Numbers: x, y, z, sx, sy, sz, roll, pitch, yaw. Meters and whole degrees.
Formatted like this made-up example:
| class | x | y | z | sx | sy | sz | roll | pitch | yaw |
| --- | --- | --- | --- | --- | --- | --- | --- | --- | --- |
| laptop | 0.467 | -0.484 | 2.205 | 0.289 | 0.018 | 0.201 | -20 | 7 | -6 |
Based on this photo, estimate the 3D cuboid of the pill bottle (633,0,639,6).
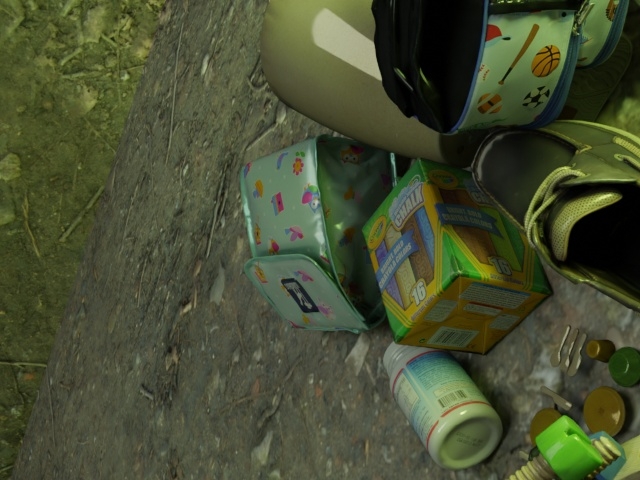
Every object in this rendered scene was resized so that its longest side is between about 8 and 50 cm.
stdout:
| class | x | y | z | sx | sy | sz | roll | pitch | yaw |
| --- | --- | --- | --- | --- | --- | --- | --- | --- | --- |
| pill bottle | 0.303 | -0.302 | 0.846 | 0.112 | 0.112 | 0.187 | -60 | 32 | 30 |

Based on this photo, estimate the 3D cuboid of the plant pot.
| class | x | y | z | sx | sy | sz | roll | pitch | yaw |
| --- | --- | --- | --- | --- | --- | --- | --- | --- | --- |
| plant pot | 0.105 | -0.209 | 1.076 | 0.274 | 0.256 | 0.257 | 44 | 119 | 41 |

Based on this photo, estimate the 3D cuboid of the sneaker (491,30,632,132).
| class | x | y | z | sx | sy | sz | roll | pitch | yaw |
| --- | --- | --- | --- | --- | --- | --- | --- | --- | --- |
| sneaker | 0.239 | -0.153 | 0.961 | 0.222 | 0.083 | 0.118 | -56 | 26 | 29 |

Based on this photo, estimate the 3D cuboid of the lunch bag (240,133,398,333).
| class | x | y | z | sx | sy | sz | roll | pitch | yaw |
| --- | --- | --- | --- | --- | --- | --- | --- | --- | --- |
| lunch bag | 0.000 | 0.000 | 1.251 | 0.223 | 0.160 | 0.263 | -9 | 84 | 57 |

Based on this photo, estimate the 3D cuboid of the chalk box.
| class | x | y | z | sx | sy | sz | roll | pitch | yaw |
| --- | --- | --- | --- | --- | --- | --- | --- | --- | --- |
| chalk box | 0.142 | 0.002 | 1.007 | 0.132 | 0.132 | 0.213 | -53 | 38 | 40 |

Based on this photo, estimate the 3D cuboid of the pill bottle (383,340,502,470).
| class | x | y | z | sx | sy | sz | roll | pitch | yaw |
| --- | --- | --- | --- | --- | --- | --- | --- | --- | --- |
| pill bottle | 0.132 | 0.176 | 1.007 | 0.087 | 0.087 | 0.160 | -66 | 30 | 22 |

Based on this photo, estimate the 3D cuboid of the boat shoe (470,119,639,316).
| class | x | y | z | sx | sy | sz | roll | pitch | yaw |
| --- | --- | --- | --- | --- | --- | --- | --- | --- | --- |
| boat shoe | 0.249 | -0.026 | 0.771 | 0.355 | 0.130 | 0.132 | 36 | 112 | 48 |

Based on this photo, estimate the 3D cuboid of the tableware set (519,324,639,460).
| class | x | y | z | sx | sy | sz | roll | pitch | yaw |
| --- | --- | --- | --- | --- | --- | --- | --- | --- | --- |
| tableware set | 0.254 | 0.165 | 0.858 | 0.104 | 0.024 | 0.154 | 30 | 105 | 58 |

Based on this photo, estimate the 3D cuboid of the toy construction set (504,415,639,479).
| class | x | y | z | sx | sy | sz | roll | pitch | yaw |
| --- | --- | --- | --- | --- | --- | --- | --- | --- | --- |
| toy construction set | 0.318 | 0.184 | 0.558 | 0.237 | 0.257 | 0.309 | -44 | 71 | 14 |

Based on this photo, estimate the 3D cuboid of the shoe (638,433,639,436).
| class | x | y | z | sx | sy | sz | roll | pitch | yaw |
| --- | --- | --- | --- | --- | --- | --- | --- | --- | --- |
| shoe | 0.281 | 0.225 | 0.757 | 0.076 | 0.058 | 0.219 | 31 | 115 | 27 |

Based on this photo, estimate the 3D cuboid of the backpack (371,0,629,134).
| class | x | y | z | sx | sy | sz | roll | pitch | yaw |
| --- | --- | --- | --- | --- | --- | --- | --- | --- | --- |
| backpack | 0.152 | -0.233 | 0.821 | 0.276 | 0.213 | 0.264 | -115 | 31 | -60 |
